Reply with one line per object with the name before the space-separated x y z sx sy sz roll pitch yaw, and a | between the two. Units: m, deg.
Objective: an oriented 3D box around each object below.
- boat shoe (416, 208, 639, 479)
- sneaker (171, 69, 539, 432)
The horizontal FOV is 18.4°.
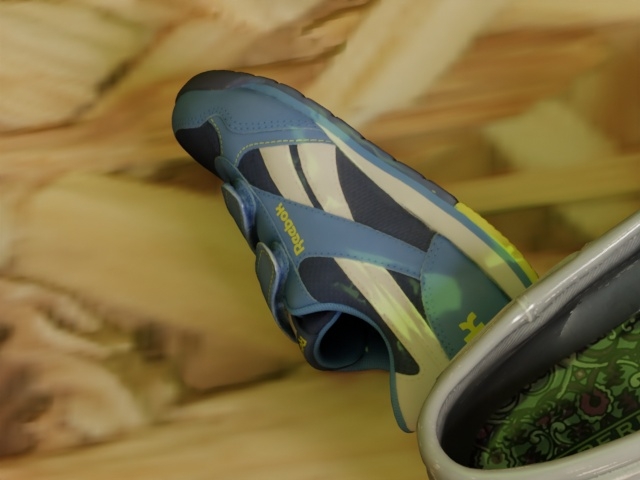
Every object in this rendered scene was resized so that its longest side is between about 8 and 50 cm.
boat shoe | 0.124 0.008 0.490 0.227 0.081 0.079 -34 56 2
sneaker | 0.000 0.000 0.565 0.144 0.053 0.059 36 83 34
